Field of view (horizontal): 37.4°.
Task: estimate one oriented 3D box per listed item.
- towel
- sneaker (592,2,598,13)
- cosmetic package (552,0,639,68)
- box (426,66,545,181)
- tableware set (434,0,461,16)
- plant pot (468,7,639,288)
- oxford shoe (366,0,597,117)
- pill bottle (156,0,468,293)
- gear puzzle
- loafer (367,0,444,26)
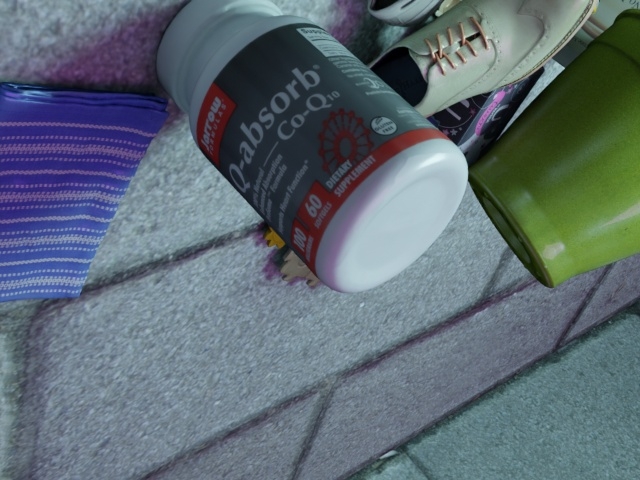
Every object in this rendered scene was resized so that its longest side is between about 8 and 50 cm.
[{"bbox_3d":[-0.337,-0.044,1.147,0.243,0.040,0.336,-5,134,-50],"label":"towel"},{"bbox_3d":[0.454,-0.430,1.618,0.225,0.093,0.088,-47,153,4],"label":"sneaker"},{"bbox_3d":[0.552,-0.428,1.694,0.296,0.153,0.129,-47,151,3],"label":"cosmetic package"},{"bbox_3d":[0.213,-0.209,1.515,0.163,0.142,0.247,-22,150,-49],"label":"box"},{"bbox_3d":[0.242,-0.388,1.469,0.168,0.020,0.141,-52,152,16],"label":"tableware set"},{"bbox_3d":[0.440,-0.114,1.508,0.353,0.366,0.366,-35,153,4],"label":"plant pot"},{"bbox_3d":[0.199,-0.257,1.309,0.397,0.140,0.146,-32,179,29],"label":"oxford shoe"},{"bbox_3d":[-0.022,-0.128,1.098,0.210,0.363,0.210,-33,151,-21],"label":"pill bottle"},{"bbox_3d":[0.000,0.000,1.674,0.175,0.044,0.339,-50,150,16],"label":"gear puzzle"},{"bbox_3d":[0.168,-0.417,1.228,0.111,0.112,0.319,-18,145,-55],"label":"loafer"}]
